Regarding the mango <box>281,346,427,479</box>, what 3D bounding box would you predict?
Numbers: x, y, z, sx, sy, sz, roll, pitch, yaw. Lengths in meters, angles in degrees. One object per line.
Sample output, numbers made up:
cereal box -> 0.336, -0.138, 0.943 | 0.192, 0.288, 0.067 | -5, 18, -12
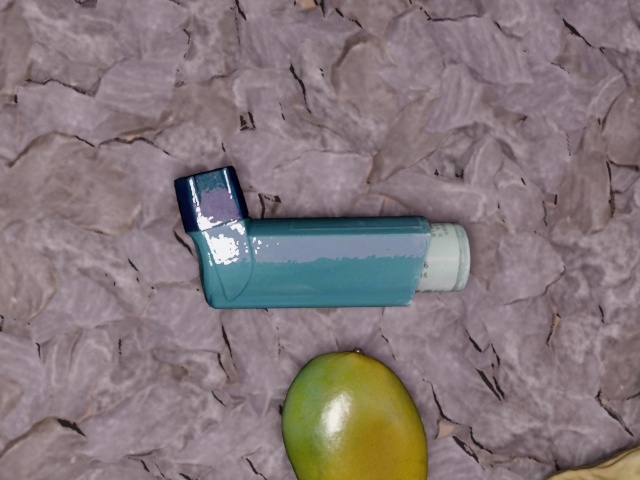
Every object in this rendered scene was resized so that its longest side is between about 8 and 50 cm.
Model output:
mango -> 0.034, 0.188, 1.160 | 0.122, 0.085, 0.191 | -21, 104, -18

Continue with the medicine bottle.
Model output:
medicine bottle -> 0.000, 0.000, 1.147 | 0.258, 0.079, 0.124 | 2, 91, -10

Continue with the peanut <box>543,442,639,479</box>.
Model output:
peanut -> 0.292, 0.247, 1.177 | 0.224, 0.129, 0.129 | -12, 93, -9
